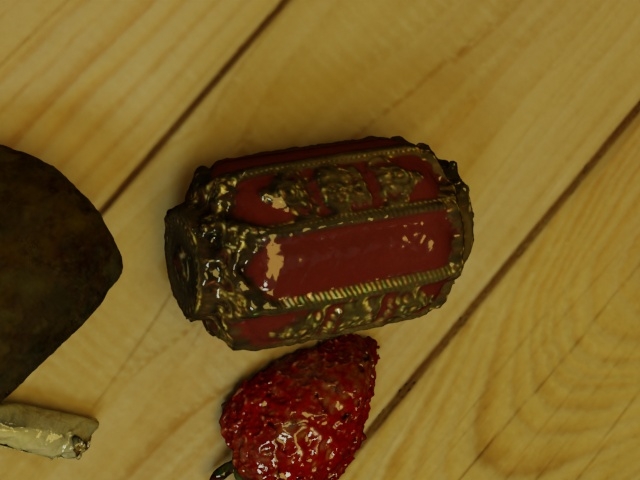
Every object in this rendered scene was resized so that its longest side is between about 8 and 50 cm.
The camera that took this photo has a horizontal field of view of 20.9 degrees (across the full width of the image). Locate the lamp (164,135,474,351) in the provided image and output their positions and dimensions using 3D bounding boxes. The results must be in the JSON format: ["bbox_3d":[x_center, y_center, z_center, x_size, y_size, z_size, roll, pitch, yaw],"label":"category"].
[{"bbox_3d":[0.000,0.000,1.529,0.274,0.177,0.177,-11,107,-25],"label":"lamp"}]

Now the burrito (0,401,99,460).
[{"bbox_3d":[-0.280,0.156,1.501,0.185,0.041,0.045,17,137,-29],"label":"burrito"}]

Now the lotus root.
[{"bbox_3d":[-0.327,0.048,1.381,0.314,0.210,0.142,-43,129,-25],"label":"lotus root"}]

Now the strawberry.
[{"bbox_3d":[-0.011,0.175,1.610,0.192,0.085,0.140,-15,107,-24],"label":"strawberry"}]
